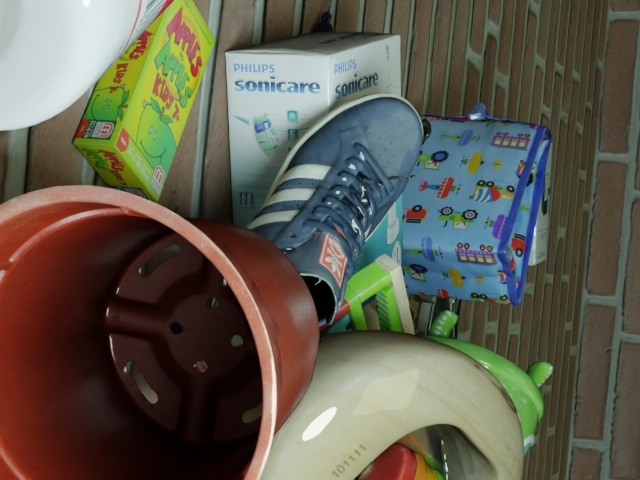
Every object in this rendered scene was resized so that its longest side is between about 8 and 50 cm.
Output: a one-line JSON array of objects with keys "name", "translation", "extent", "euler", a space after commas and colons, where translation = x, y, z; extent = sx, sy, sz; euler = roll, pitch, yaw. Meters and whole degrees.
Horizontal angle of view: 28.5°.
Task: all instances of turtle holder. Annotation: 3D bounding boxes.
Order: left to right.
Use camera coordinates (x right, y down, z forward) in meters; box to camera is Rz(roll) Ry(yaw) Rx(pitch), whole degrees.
[{"name": "turtle holder", "translation": [0.161, 0.259, 1.786], "extent": [0.243, 0.320, 0.227], "euler": [36, 64, -26]}]

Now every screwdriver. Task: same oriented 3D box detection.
[{"name": "screwdriver", "translation": [0.011, -0.287, 1.538], "extent": [0.025, 0.024, 0.170], "euler": [116, -13, -58]}]

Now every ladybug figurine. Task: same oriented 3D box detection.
[{"name": "ladybug figurine", "translation": [0.053, 0.235, 1.285], "extent": [0.305, 0.162, 0.449], "euler": [-44, 140, -7]}]

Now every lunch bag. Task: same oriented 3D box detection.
[{"name": "lunch bag", "translation": [0.186, -0.075, 1.739], "extent": [0.138, 0.221, 0.293], "euler": [65, 36, -51]}]

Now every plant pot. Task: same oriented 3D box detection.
[{"name": "plant pot", "translation": [-0.129, 0.090, 0.976], "extent": [0.265, 0.272, 0.272], "euler": [-15, 109, -76]}]

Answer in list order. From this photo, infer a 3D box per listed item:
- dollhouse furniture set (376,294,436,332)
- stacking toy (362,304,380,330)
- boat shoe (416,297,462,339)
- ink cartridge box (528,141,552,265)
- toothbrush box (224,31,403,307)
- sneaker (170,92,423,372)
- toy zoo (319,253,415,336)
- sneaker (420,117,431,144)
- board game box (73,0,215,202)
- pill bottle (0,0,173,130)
[{"name": "dollhouse furniture set", "translation": [0.165, 0.059, 1.844], "extent": [0.144, 0.123, 0.151], "euler": [51, 48, -60]}, {"name": "stacking toy", "translation": [0.036, 0.207, 1.557], "extent": [0.330, 0.141, 0.141], "euler": [72, 31, -51]}, {"name": "boat shoe", "translation": [0.212, 0.063, 2.033], "extent": [0.078, 0.070, 0.219], "euler": [49, 50, -61]}, {"name": "ink cartridge box", "translation": [0.305, -0.070, 2.129], "extent": [0.087, 0.153, 0.208], "euler": [-14, 106, -66]}, {"name": "toothbrush box", "translation": [0.000, -0.076, 1.404], "extent": [0.216, 0.126, 0.295], "euler": [-33, 125, -62]}, {"name": "sneaker", "translation": [0.000, 0.000, 1.201], "extent": [0.131, 0.148, 0.350], "euler": [46, 75, -25]}, {"name": "toy zoo", "translation": [-0.022, 0.162, 1.314], "extent": [0.293, 0.030, 0.192], "euler": [-34, 136, -20]}, {"name": "sneaker", "translation": [0.083, -0.161, 1.584], "extent": [0.086, 0.132, 0.229], "euler": [68, 34, -48]}, {"name": "board game box", "translation": [-0.153, -0.135, 1.121], "extent": [0.092, 0.043, 0.181], "euler": [60, 41, -55]}, {"name": "pill bottle", "translation": [-0.155, -0.268, 0.841], "extent": [0.408, 0.229, 0.229], "euler": [-60, 147, -47]}]
